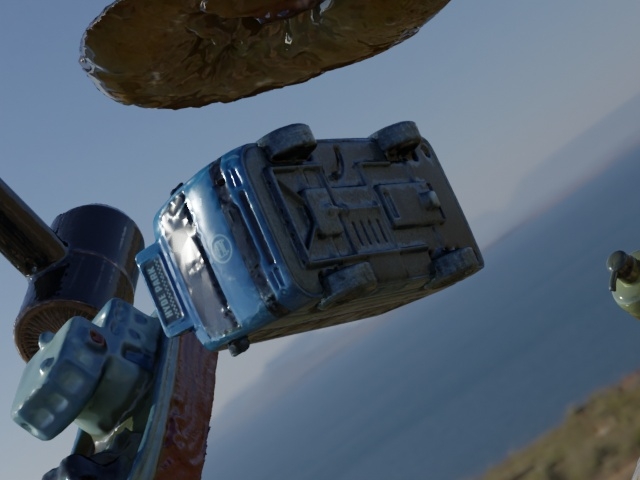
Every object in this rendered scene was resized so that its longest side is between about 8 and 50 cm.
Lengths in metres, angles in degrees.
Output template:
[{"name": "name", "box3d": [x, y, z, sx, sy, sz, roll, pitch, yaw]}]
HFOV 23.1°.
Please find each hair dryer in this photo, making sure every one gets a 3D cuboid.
[{"name": "hair dryer", "box3d": [-0.308, -0.041, 1.509, 0.107, 0.352, 0.189, -30, 26, 21]}]

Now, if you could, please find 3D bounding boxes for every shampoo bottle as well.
[{"name": "shampoo bottle", "box3d": [0.383, 0.056, 1.790, 0.079, 0.162, 0.079, -31, 42, 33]}]

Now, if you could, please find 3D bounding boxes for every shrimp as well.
[{"name": "shrimp", "box3d": [0.000, -0.109, 0.583, 0.152, 0.063, 0.287, -11, -10, -30]}]

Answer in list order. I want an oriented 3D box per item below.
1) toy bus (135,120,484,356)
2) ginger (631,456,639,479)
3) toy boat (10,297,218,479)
[{"name": "toy bus", "box3d": [0.000, 0.000, 1.039, 0.134, 0.113, 0.246, -30, -11, 31]}, {"name": "ginger", "box3d": [0.204, 0.142, 0.858, 0.137, 0.074, 0.213, -77, -1, -49]}, {"name": "toy boat", "box3d": [-0.171, 0.168, 1.152, 0.145, 0.133, 0.332, -45, 21, 29]}]
